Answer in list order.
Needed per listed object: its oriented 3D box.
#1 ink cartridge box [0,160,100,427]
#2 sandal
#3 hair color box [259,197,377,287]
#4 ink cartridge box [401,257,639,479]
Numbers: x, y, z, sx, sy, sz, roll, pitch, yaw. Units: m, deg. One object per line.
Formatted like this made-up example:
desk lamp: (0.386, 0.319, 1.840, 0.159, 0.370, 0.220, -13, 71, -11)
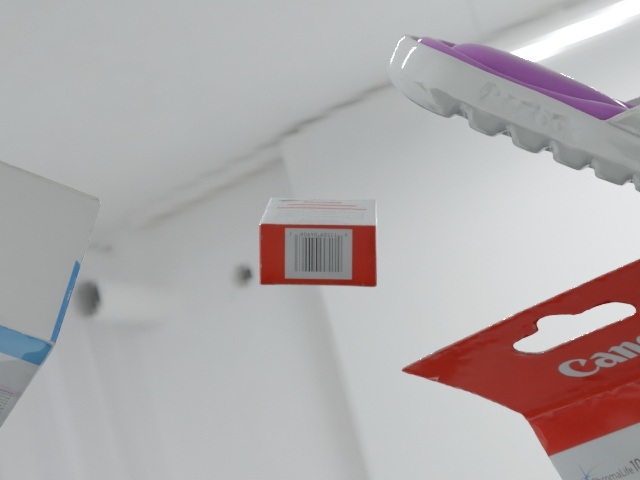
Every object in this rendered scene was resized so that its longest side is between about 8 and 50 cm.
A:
ink cartridge box: (-0.188, 0.030, 1.005, 0.090, 0.092, 0.143, 22, -33, -13)
sandal: (0.253, -0.081, 1.261, 0.416, 0.102, 0.169, 16, 13, -6)
hair color box: (0.000, 0.000, 1.525, 0.093, 0.053, 0.167, 1, 9, 2)
ink cartridge box: (0.296, 0.152, 1.408, 0.385, 0.091, 0.308, 24, -32, -27)
